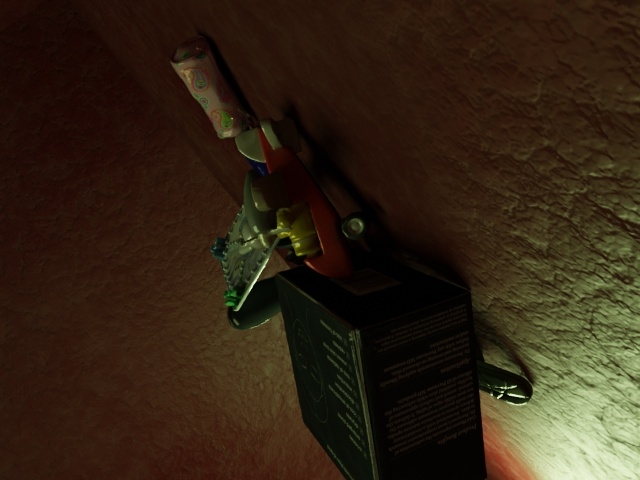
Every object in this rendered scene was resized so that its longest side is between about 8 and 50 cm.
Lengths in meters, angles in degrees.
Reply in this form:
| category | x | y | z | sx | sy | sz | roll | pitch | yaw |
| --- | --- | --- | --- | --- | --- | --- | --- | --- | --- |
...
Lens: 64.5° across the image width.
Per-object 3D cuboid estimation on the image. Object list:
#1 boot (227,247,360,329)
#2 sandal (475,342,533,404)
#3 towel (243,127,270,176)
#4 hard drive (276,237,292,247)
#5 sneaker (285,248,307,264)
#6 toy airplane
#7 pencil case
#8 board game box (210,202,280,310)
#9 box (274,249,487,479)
| category | x | y | z | sx | sy | sz | roll | pitch | yaw |
| --- | --- | --- | --- | --- | --- | --- | --- | --- | --- |
| boot | -0.092 | 0.165 | 1.654 | 0.146 | 0.367 | 0.445 | 61 | 154 | -5 |
| sandal | 0.385 | 0.307 | 1.256 | 0.302 | 0.086 | 0.120 | 18 | 145 | 42 |
| towel | -0.162 | -0.239 | 1.563 | 0.228 | 0.076 | 0.308 | 52 | 169 | -21 |
| hard drive | -0.117 | -0.054 | 1.730 | 0.254 | 0.054 | 0.172 | -8 | 93 | 56 |
| sneaker | -0.078 | -0.002 | 1.824 | 0.106 | 0.162 | 0.281 | 37 | 165 | 49 |
| toy airplane | -0.089 | -0.096 | 1.209 | 0.386 | 0.272 | 0.384 | 43 | -166 | -45 |
| pencil case | -0.291 | -0.410 | 1.389 | 0.124 | 0.124 | 0.284 | 40 | 167 | 42 |
| board game box | -0.261 | -0.018 | 1.773 | 0.050 | 0.390 | 0.390 | 21 | -160 | -30 |
| box | 0.129 | 0.317 | 1.257 | 0.480 | 0.297 | 0.472 | -156 | 55 | -64 |
